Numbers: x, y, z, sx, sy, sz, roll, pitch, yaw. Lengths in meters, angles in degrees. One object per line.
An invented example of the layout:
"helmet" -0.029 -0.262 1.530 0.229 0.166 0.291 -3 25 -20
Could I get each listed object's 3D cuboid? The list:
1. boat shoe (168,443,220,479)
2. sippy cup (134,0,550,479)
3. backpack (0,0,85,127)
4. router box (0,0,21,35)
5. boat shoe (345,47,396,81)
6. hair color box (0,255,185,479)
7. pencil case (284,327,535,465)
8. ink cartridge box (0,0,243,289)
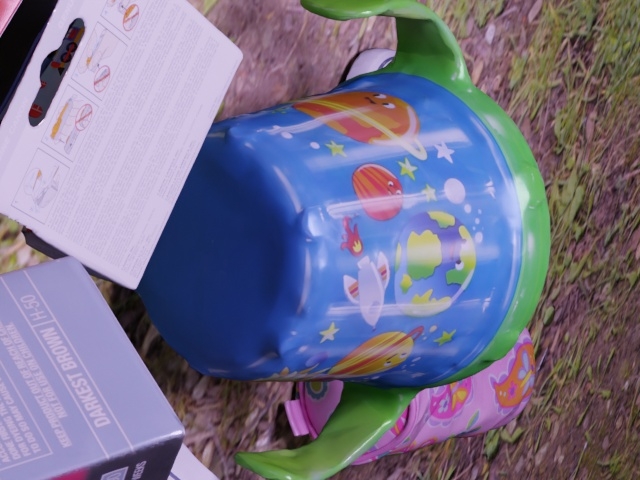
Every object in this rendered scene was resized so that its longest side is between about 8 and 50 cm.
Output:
"boat shoe" -0.122 0.184 1.358 0.084 0.095 0.258 -58 141 -16
"sippy cup" 0.000 0.000 1.328 0.224 0.240 0.305 -8 76 -50
"backpack" -0.143 -0.084 1.092 0.158 0.117 0.173 -62 155 -16
"router box" -0.289 -0.068 0.652 0.301 0.082 0.335 33 72 -19
"boat shoe" 0.089 -0.089 1.579 0.083 0.075 0.226 -67 154 -8
"hair color box" -0.258 0.146 0.813 0.374 0.113 0.185 -16 146 -31
"pencil case" 0.082 0.119 1.670 0.284 0.124 0.124 -6 112 -61
"ink cartridge box" -0.115 -0.064 0.972 0.145 0.045 0.179 -66 153 -7
